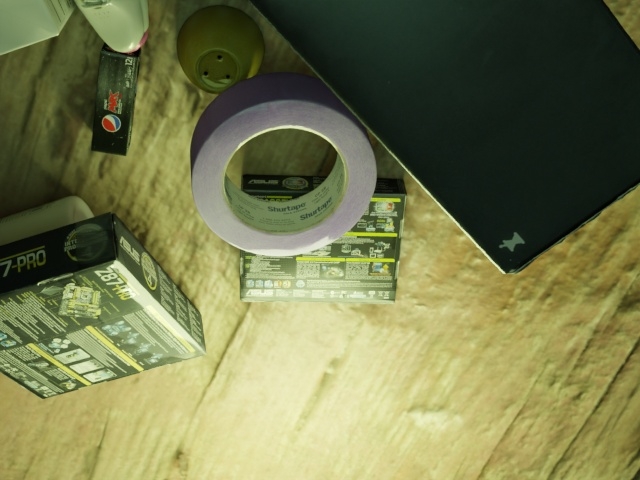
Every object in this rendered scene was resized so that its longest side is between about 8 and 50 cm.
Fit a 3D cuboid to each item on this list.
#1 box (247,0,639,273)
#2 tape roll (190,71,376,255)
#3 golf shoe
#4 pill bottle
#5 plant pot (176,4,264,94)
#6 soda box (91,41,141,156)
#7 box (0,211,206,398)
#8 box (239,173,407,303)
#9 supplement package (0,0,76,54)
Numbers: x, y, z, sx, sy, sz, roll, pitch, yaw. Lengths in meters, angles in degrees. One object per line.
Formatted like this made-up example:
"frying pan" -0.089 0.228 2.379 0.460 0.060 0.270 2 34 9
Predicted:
"box" 0.163 -0.296 1.291 0.297 0.471 0.480 -38 115 18
"tape roll" -0.057 -0.111 1.519 0.275 0.090 0.274 -5 127 -6
"golf shoe" -0.339 -0.388 1.394 0.115 0.140 0.306 -6 121 29
"pill bottle" -0.480 0.020 1.640 0.229 0.131 0.131 -17 119 7
"plant pot" -0.150 -0.270 1.507 0.134 0.095 0.134 -1 121 -2
"soda box" -0.314 -0.218 1.555 0.060 0.053 0.168 9 119 -7
"box" -0.396 0.121 1.620 0.318 0.097 0.395 -15 151 8
"box" 0.000 0.000 1.692 0.270 0.060 0.216 1 119 -4
"supplement package" -0.512 -0.357 1.412 0.262 0.145 0.204 -17 119 8
